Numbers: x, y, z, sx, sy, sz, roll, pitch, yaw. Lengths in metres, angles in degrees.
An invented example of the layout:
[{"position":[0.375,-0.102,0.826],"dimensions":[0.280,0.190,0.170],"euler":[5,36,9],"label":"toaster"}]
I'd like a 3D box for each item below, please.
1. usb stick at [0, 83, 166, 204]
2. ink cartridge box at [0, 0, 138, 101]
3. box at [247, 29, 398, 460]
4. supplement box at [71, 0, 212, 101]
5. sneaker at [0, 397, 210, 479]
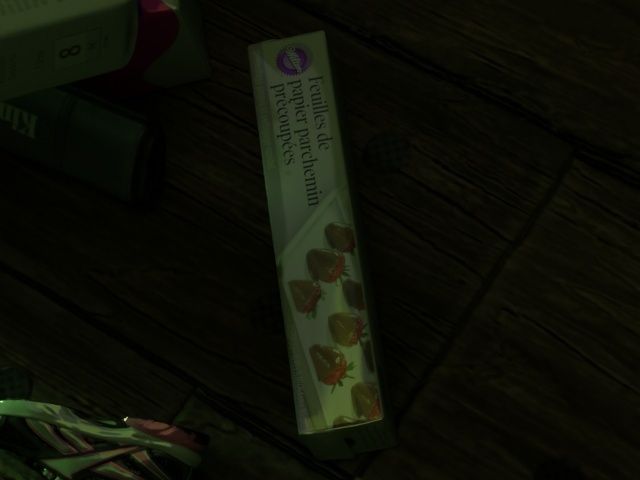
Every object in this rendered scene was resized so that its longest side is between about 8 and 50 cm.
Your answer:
[{"position":[-0.242,-0.105,1.462],"dimensions":[0.278,0.077,0.045],"euler":[23,33,21],"label":"usb stick"},{"position":[-0.366,-0.215,1.336],"dimensions":[0.385,0.091,0.308],"euler":[-18,63,-19],"label":"ink cartridge box"},{"position":[0.000,0.000,1.366],"dimensions":[0.063,0.067,0.324],"euler":[-11,64,6],"label":"box"},{"position":[-0.166,-0.234,1.484],"dimensions":[0.111,0.114,0.220],"euler":[-14,65,4],"label":"supplement box"},{"position":[-0.173,0.160,1.327],"dimensions":[0.178,0.072,0.077],"euler":[6,77,21],"label":"sneaker"}]
